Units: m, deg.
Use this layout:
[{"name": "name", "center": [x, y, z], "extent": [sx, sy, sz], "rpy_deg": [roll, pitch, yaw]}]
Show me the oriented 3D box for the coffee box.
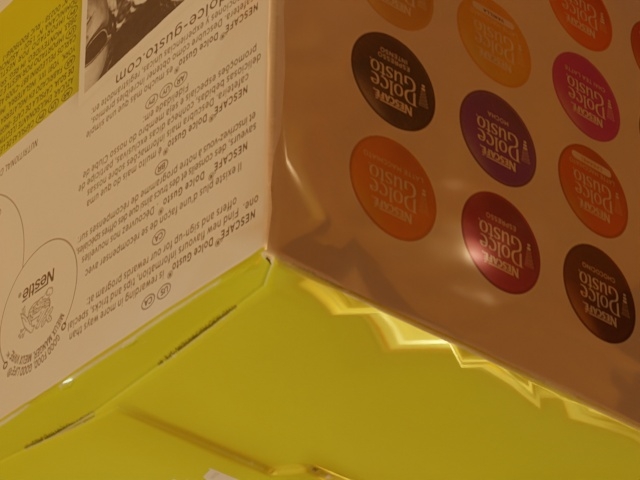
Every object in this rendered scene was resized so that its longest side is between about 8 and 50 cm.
[{"name": "coffee box", "center": [0.000, 0.000, 1.075], "extent": [0.338, 0.338, 0.334], "rpy_deg": [26, -131, -32]}]
